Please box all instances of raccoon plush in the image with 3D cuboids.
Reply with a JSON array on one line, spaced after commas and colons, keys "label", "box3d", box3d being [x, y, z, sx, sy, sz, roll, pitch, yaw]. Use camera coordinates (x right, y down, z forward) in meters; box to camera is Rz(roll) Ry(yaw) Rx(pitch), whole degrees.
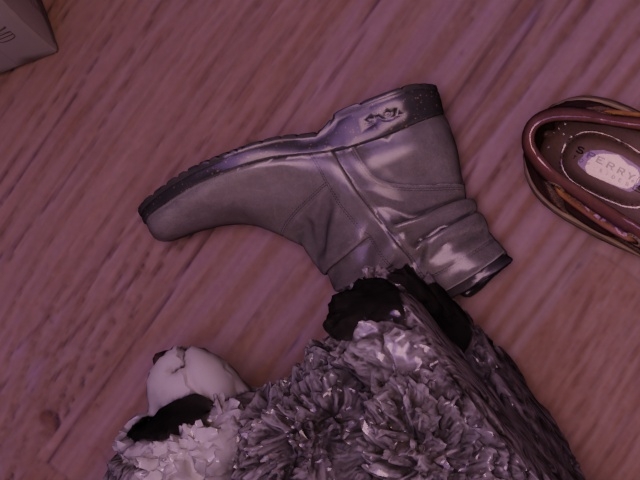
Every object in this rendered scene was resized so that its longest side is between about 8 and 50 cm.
[{"label": "raccoon plush", "box3d": [0.022, 0.225, 0.928, 0.299, 0.216, 0.446, -40, 50, 12]}]

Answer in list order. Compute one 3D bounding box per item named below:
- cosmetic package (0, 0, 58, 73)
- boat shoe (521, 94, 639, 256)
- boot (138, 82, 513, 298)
[{"label": "cosmetic package", "box3d": [-0.409, -0.158, 1.076, 0.385, 0.217, 0.156, -20, 82, 4]}, {"label": "boat shoe", "box3d": [0.287, -0.007, 0.970, 0.342, 0.123, 0.123, 27, 93, 14]}, {"label": "boot", "box3d": [0.000, 0.000, 1.066, 0.246, 0.083, 0.161, -20, 88, 13]}]
